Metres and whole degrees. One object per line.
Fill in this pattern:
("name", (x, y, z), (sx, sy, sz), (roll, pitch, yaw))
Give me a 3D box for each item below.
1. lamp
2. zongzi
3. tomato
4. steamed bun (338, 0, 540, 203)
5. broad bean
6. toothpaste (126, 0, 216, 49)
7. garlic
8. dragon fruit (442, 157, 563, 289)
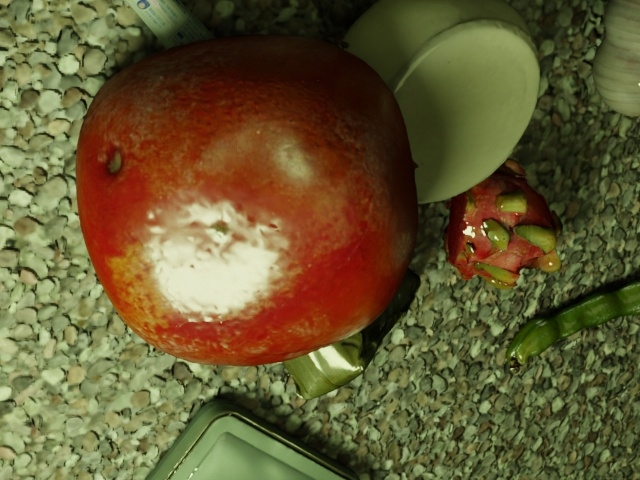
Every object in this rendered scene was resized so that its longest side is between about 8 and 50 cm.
("lamp", (-0.106, 0.339, 1.360), (0.269, 0.047, 0.266), (37, 93, -36))
("zongzi", (0.000, 0.000, 1.234), (0.125, 0.274, 0.251), (-28, 98, 33))
("tomato", (-0.075, -0.028, 1.034), (0.338, 0.143, 0.339), (2, 99, 10))
("steamed bun", (0.101, -0.156, 1.178), (0.231, 0.145, 0.232), (-21, 135, -22))
("broad bean", (0.340, 0.098, 1.488), (0.256, 0.053, 0.052), (-22, 159, -18))
("toothpaste", (-0.144, -0.208, 1.090), (0.052, 0.033, 0.218), (-45, 129, -2))
("garlic", (0.433, -0.206, 1.319), (0.207, 0.207, 0.257), (-43, 89, -4))
("dragon fruit", (0.207, -0.011, 1.319), (0.207, 0.150, 0.133), (30, 65, -40))
